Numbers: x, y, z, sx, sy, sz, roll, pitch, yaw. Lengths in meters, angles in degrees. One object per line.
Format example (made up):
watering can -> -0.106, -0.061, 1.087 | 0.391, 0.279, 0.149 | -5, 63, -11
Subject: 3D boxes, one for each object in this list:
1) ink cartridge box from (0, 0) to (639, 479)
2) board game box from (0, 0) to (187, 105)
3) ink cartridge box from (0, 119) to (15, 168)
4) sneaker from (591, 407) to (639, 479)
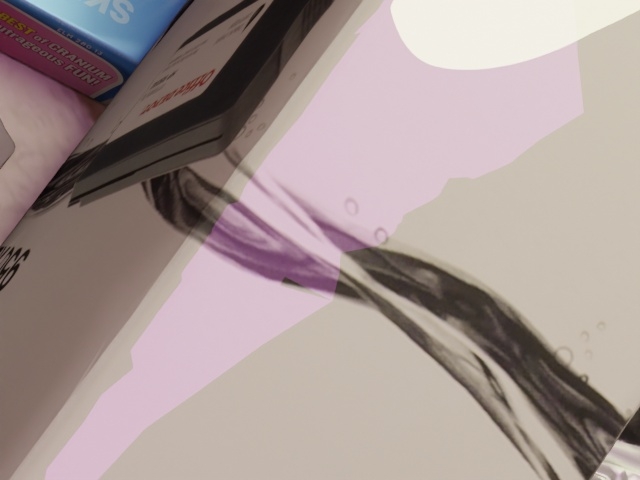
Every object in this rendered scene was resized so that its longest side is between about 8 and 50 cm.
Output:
ink cartridge box -> 0.000, 0.000, 0.593 | 0.166, 0.285, 0.395 | 39, 78, -18
board game box -> -0.018, -0.155, 0.799 | 0.316, 0.064, 0.242 | 27, 67, -21
ink cartridge box -> -0.254, -0.016, 0.576 | 0.066, 0.261, 0.296 | 22, 62, 19
sneaker -> 0.157, 0.070, 0.810 | 0.366, 0.210, 0.137 | -21, 88, 3
